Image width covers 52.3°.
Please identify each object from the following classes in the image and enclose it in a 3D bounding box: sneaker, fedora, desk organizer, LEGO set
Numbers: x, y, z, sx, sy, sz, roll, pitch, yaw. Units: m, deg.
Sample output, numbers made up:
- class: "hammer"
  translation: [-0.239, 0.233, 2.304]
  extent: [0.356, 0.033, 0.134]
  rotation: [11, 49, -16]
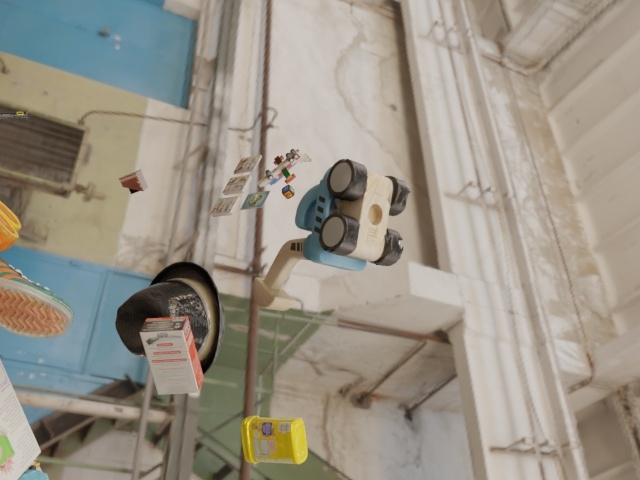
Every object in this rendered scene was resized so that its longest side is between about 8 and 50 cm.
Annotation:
- class: "sneaker"
  translation: [-0.598, 0.085, 1.223]
  extent: [0.121, 0.302, 0.108]
  rotation: [-80, -168, -63]
- class: "fedora"
  translation: [-0.385, 0.196, 1.576]
  extent: [0.334, 0.152, 0.334]
  rotation: [-6, -100, 41]
- class: "desk organizer"
  translation: [-0.469, -0.145, 1.641]
  extent: [0.130, 0.047, 0.050]
  rotation: [-137, -154, -77]
- class: "LEGO set"
  translation: [-0.130, -0.128, 1.526]
  extent: [0.244, 0.060, 0.182]
  rotation: [-5, -129, 42]

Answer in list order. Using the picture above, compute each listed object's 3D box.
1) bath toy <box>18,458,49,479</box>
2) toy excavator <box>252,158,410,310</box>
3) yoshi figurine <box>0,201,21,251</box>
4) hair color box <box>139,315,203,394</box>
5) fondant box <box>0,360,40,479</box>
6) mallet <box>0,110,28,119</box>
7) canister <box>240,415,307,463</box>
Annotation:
- class: "bath toy"
  translation: [-0.736, 0.515, 1.504]
  extent: [0.348, 0.151, 0.129]
  rotation: [14, -101, 48]
- class: "toy excavator"
  translation: [0.000, 0.000, 1.849]
  extent: [0.445, 0.222, 0.432]
  rotation: [3, -99, 50]
- class: "yoshi figurine"
  translation: [-0.588, 0.087, 0.926]
  extent: [0.203, 0.362, 0.203]
  rotation: [44, -14, 28]
- class: "hair color box"
  translation: [-0.310, 0.242, 1.370]
  extent: [0.053, 0.093, 0.167]
  rotation: [-85, 169, -60]
- class: "fondant box"
  translation: [-0.687, 0.342, 1.235]
  extent: [0.238, 0.096, 0.330]
  rotation: [-69, 145, -71]
- class: "mallet"
  translation: [-0.680, -0.236, 1.288]
  extent: [0.039, 0.190, 0.062]
  rotation: [-54, -133, 49]
- class: "canister"
  translation: [-0.125, 0.545, 1.779]
  extent: [0.170, 0.073, 0.126]
  rotation: [-8, -92, 31]
